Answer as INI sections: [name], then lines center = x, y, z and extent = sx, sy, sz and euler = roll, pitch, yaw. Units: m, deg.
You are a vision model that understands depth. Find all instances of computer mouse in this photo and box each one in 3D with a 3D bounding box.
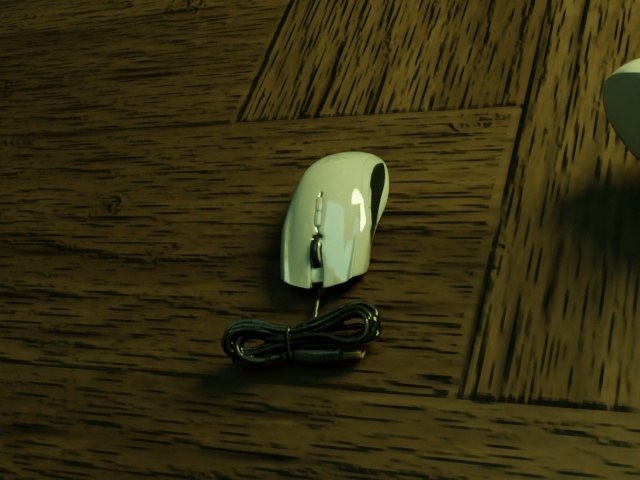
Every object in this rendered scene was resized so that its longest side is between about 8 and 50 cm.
[computer mouse]
center = 0.000, 0.000, 0.675
extent = 0.106, 0.042, 0.193
euler = -6, 49, 23

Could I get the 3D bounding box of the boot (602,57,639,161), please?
[boot]
center = 0.302, -0.060, 0.558
extent = 0.123, 0.095, 0.258
euler = -40, 54, -19
